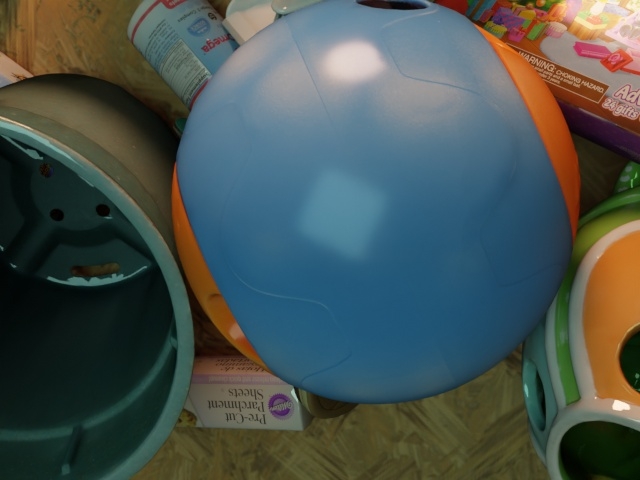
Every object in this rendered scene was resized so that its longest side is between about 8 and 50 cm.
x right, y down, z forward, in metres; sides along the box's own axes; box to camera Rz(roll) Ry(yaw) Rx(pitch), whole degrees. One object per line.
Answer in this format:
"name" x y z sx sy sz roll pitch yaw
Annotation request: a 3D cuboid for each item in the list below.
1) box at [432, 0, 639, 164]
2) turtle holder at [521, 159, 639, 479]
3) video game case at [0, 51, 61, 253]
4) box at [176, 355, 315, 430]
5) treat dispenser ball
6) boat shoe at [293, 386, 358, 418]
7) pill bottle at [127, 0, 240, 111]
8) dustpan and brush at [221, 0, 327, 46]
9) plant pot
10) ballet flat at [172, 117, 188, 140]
"box" 0.239 -0.175 0.635 0.293 0.057 0.201 35 87 36
"turtle holder" 0.258 0.116 0.664 0.243 0.227 0.320 36 142 6
"video game case" -0.412 -0.086 0.977 0.244 0.061 0.269 36 109 11
"box" -0.160 0.166 0.930 0.324 0.063 0.067 -2 100 20
"treat dispenser ball" 0.037 -0.028 0.604 0.288 0.288 0.288 4 101 19
"boat shoe" 0.000 0.000 0.828 0.123 0.123 0.342 13 107 50
"pill bottle" -0.112 -0.174 0.839 0.087 0.087 0.160 -43 84 21
"dustpan and brush" 0.023 -0.235 0.776 0.211 0.060 0.147 -27 52 -13
"plant pot" -0.261 0.004 0.755 0.341 0.334 0.341 0 113 0
"ballet flat" -0.109 -0.090 0.880 0.114 0.041 0.041 25 107 15
